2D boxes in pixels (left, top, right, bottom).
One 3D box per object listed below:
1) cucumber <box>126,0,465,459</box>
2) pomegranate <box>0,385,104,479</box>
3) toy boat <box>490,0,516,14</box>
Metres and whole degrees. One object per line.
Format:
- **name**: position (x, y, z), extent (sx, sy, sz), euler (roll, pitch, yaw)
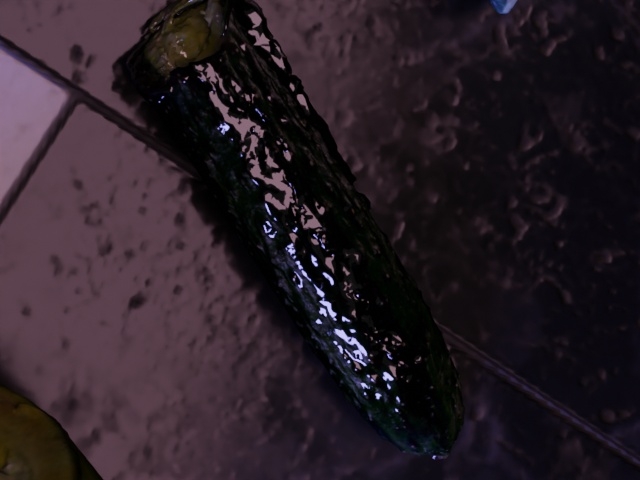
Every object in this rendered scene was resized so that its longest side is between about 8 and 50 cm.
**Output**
- **cucumber**: position (-0.001, 0.000, 0.803), extent (0.067, 0.067, 0.245), euler (-34, 101, -11)
- **pomegranate**: position (-0.183, 0.173, 0.706), extent (0.241, 0.190, 0.159), euler (-21, 124, -15)
- **toy boat**: position (0.052, -0.166, 0.814), extent (0.066, 0.059, 0.140), euler (-23, 103, 13)
